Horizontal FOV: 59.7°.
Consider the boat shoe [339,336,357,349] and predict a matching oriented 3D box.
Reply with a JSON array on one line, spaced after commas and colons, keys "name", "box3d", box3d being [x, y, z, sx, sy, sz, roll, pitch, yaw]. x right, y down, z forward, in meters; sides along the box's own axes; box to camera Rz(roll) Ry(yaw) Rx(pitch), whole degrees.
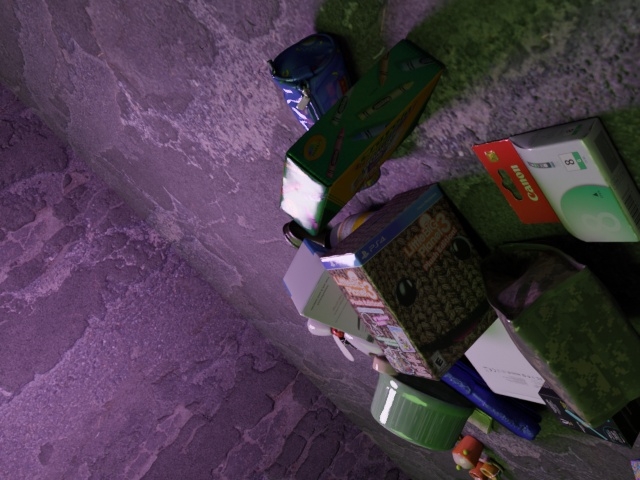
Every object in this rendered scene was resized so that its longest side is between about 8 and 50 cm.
[{"name": "boat shoe", "box3d": [0.086, 0.336, 2.003, 0.078, 0.070, 0.219, 20, 150, 43]}]

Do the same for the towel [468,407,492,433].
[{"name": "towel", "box3d": [0.508, 0.573, 1.812, 0.110, 0.027, 0.148, 29, 155, 31]}]

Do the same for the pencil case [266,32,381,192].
[{"name": "pencil case", "box3d": [0.017, -0.213, 1.007, 0.119, 0.133, 0.306, -8, 137, 19]}]

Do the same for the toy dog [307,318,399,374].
[{"name": "toy dog", "box3d": [0.139, 0.286, 1.714, 0.333, 0.220, 0.161, 37, -169, 31]}]

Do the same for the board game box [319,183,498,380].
[{"name": "board game box", "box3d": [0.186, 0.079, 1.085, 0.291, 0.232, 0.141, 55, 156, -11]}]

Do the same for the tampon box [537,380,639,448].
[{"name": "tampon box", "box3d": [0.567, 0.333, 1.160, 0.120, 0.101, 0.161, 50, 157, -21]}]

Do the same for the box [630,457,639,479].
[{"name": "box", "box3d": [0.734, 0.505, 0.929, 0.290, 0.177, 0.279, 127, 134, -68]}]

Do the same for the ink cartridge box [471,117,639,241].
[{"name": "ink cartridge box", "box3d": [0.341, -0.077, 0.831, 0.181, 0.056, 0.224, 50, 155, -20]}]

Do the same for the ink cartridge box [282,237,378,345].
[{"name": "ink cartridge box", "box3d": [0.088, 0.136, 1.325, 0.307, 0.129, 0.223, 25, -172, -20]}]

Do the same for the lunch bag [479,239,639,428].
[{"name": "lunch bag", "box3d": [0.399, 0.130, 0.950, 0.235, 0.169, 0.287, 50, -172, -10]}]

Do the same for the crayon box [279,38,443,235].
[{"name": "crayon box", "box3d": [0.058, -0.154, 0.847, 0.081, 0.278, 0.165, 39, 158, 9]}]

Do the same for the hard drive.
[{"name": "hard drive", "box3d": [0.423, 0.251, 1.303, 0.353, 0.047, 0.233, 51, 152, -23]}]

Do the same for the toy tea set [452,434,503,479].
[{"name": "toy tea set", "box3d": [0.563, 0.850, 2.109, 0.336, 0.124, 0.200, 50, 157, -20]}]

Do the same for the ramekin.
[{"name": "ramekin", "box3d": [0.300, 0.507, 1.696, 0.303, 0.148, 0.303, 21, -179, 0]}]

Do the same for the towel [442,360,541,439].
[{"name": "towel", "box3d": [0.458, 0.429, 1.557, 0.308, 0.076, 0.227, 35, 173, 15]}]

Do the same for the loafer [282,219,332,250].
[{"name": "loafer", "box3d": [0.000, 0.000, 1.528, 0.220, 0.080, 0.078, 29, 135, 4]}]

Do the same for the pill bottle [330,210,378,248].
[{"name": "pill bottle", "box3d": [0.110, -0.006, 1.258, 0.117, 0.117, 0.208, 49, 156, -19]}]
